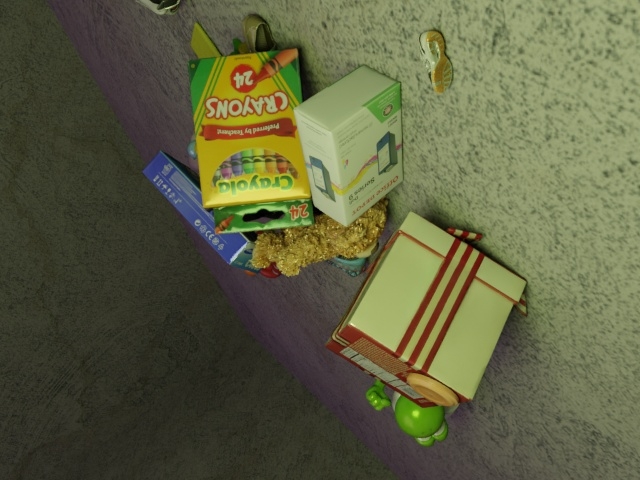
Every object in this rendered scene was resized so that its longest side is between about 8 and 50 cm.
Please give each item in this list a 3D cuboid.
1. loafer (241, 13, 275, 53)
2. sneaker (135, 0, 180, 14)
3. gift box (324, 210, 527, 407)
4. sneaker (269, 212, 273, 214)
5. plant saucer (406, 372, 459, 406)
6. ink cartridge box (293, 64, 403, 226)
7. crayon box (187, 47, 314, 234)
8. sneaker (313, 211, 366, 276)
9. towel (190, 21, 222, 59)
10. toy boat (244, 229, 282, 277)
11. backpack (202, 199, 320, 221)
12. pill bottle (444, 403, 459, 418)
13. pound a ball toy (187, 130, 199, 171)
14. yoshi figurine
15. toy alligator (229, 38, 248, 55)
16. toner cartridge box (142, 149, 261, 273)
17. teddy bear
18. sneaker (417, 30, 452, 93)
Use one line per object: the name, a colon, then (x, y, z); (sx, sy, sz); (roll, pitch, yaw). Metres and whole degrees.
loafer: (-0.113, -0.367, 1.012); (0.050, 0.056, 0.148); (38, 157, 50)
sneaker: (-0.343, -0.572, 1.126); (0.330, 0.122, 0.146); (29, 168, 47)
gift box: (0.192, 0.131, 0.906); (0.276, 0.258, 0.255); (32, 158, -2)
sneaker: (-0.161, -0.157, 1.454); (0.078, 0.106, 0.234); (-118, 33, -45)
plant saucer: (0.170, 0.230, 0.782); (0.083, 0.013, 0.083); (28, 157, 13)
ink cartridge box: (0.055, -0.153, 0.855); (0.093, 0.154, 0.212); (38, 155, 32)
crayon box: (-0.122, -0.176, 0.947); (0.081, 0.202, 0.319); (-61, -35, -87)
sneaker: (0.012, 0.010, 1.309); (0.262, 0.104, 0.125); (38, 158, 36)
towel: (-0.242, -0.418, 1.274); (0.237, 0.021, 0.102); (54, 155, -2)
toy boat: (-0.207, 0.069, 1.822); (0.151, 0.151, 0.231); (49, 160, 12)
backpack: (-0.122, -0.140, 1.142); (0.263, 0.276, 0.213); (122, 139, -77)
pill bottle: (0.300, 0.424, 1.359); (0.108, 0.108, 0.180); (48, 160, 14)
pound a ball toy: (-0.271, -0.202, 1.389); (0.319, 0.135, 0.208); (18, 102, 59)
yoshi figurine: (0.193, 0.307, 1.205); (0.203, 0.203, 0.362); (-41, 70, 39)
toy alligator: (-0.142, -0.358, 1.098); (0.190, 0.051, 0.056); (49, 160, 10)
toner cartridge box: (-0.275, -0.069, 1.268); (0.348, 0.075, 0.165); (44, -176, 19)
teddy bear: (0.000, 0.000, 1.081); (0.337, 0.245, 0.113); (-17, 96, 24)
sneaker: (0.152, -0.240, 0.686); (0.037, 0.031, 0.083); (47, 160, 57)
